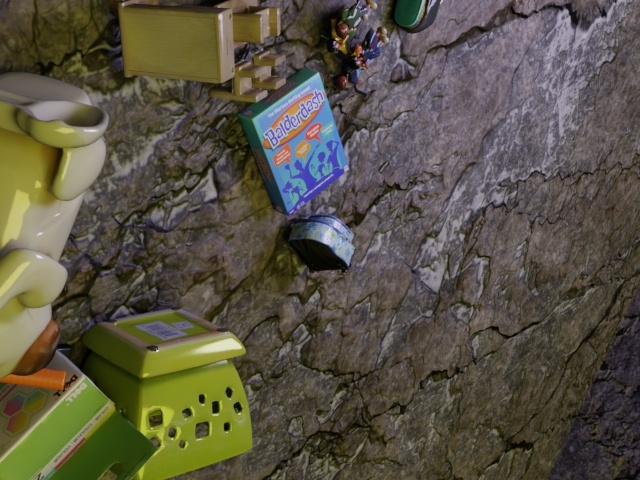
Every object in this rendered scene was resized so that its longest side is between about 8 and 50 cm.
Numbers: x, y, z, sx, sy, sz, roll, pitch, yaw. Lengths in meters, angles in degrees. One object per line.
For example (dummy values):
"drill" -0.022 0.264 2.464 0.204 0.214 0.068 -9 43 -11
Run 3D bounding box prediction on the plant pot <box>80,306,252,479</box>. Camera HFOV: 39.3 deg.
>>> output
"plant pot" -0.256 0.235 1.444 0.227 0.228 0.207 -8 108 -41

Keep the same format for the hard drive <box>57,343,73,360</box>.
"hard drive" -0.444 0.229 1.401 0.094 0.022 0.135 3 106 -44

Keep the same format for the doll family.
"doll family" 0.058 -0.344 1.583 0.111 0.076 0.193 -53 138 -18

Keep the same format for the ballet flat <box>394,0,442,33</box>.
"ballet flat" 0.209 -0.519 1.642 0.096 0.095 0.280 -9 125 -52

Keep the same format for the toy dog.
"toy dog" -0.441 -0.009 1.141 0.284 0.395 0.408 14 104 -8

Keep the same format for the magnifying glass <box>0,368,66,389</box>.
"magnifying glass" -0.475 0.181 1.248 0.231 0.092 0.026 9 128 -11

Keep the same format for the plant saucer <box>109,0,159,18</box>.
"plant saucer" -0.268 -0.356 1.310 0.083 0.015 0.083 -20 121 -37

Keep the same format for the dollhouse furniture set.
"dollhouse furniture set" -0.169 -0.321 1.352 0.242 0.161 0.212 -47 142 -58

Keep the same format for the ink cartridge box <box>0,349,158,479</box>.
"ink cartridge box" -0.381 0.284 1.283 0.189 0.255 0.097 -46 133 -18

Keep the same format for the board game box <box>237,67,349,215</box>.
"board game box" -0.043 -0.172 1.582 0.160 0.047 0.210 -40 130 -24

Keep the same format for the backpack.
"backpack" 0.000 0.000 1.664 0.114 0.105 0.084 43 55 -44
